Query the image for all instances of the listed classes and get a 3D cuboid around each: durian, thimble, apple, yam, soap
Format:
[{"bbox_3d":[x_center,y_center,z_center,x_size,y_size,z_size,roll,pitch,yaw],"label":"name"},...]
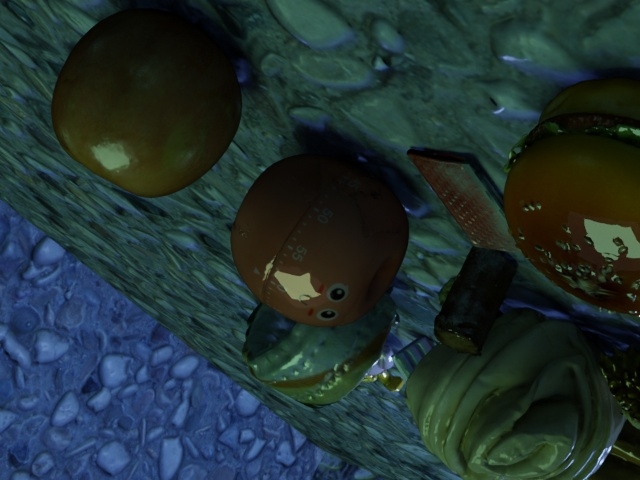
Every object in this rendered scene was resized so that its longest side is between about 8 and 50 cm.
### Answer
[{"bbox_3d":[0.485,0.221,1.272,0.250,0.183,0.138,38,126,-15],"label":"durian"},{"bbox_3d":[-0.001,0.151,1.672,0.167,0.254,0.288,35,136,-21],"label":"thimble"},{"bbox_3d":[-0.230,-0.168,1.214,0.254,0.253,0.253,28,162,10],"label":"apple"},{"bbox_3d":[0.213,0.081,1.306,0.079,0.141,0.079,26,163,9],"label":"yam"},{"bbox_3d":[0.219,0.260,1.844,0.149,0.100,0.056,56,168,4],"label":"soap"}]

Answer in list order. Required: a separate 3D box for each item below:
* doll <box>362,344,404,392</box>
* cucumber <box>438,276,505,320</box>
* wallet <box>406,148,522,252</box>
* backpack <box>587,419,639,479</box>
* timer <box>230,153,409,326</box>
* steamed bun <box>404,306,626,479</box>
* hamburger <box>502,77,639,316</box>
[{"bbox_3d":[0.052,0.190,1.943,0.160,0.094,0.365,11,154,40],"label":"doll"},{"bbox_3d":[0.268,0.130,1.488,0.187,0.058,0.058,35,162,-13],"label":"cucumber"},{"bbox_3d":[0.192,-0.046,1.196,0.103,0.020,0.196,11,154,46],"label":"wallet"},{"bbox_3d":[0.456,0.375,1.613,0.378,0.201,0.353,27,158,2],"label":"backpack"},{"bbox_3d":[0.000,0.000,1.290,0.215,0.229,0.229,28,162,13],"label":"timer"},{"bbox_3d":[0.281,0.227,1.357,0.289,0.276,0.203,36,174,14],"label":"steamed bun"},{"bbox_3d":[0.278,-0.022,0.874,0.246,0.170,0.246,27,159,11],"label":"hamburger"}]
